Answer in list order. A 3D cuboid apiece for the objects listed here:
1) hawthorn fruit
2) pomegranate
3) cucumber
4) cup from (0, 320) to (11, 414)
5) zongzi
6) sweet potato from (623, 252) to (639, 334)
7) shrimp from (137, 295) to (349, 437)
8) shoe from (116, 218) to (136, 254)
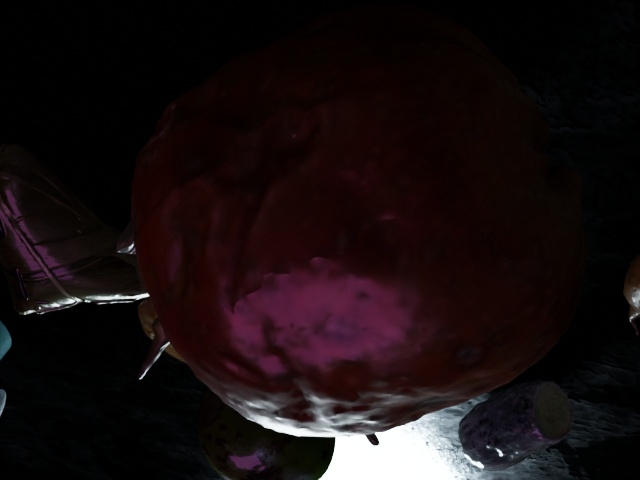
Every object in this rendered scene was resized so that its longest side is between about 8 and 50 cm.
[{"bbox_3d":[0.021,-0.011,0.601,0.262,0.258,0.258,3,144,-1],"label":"hawthorn fruit"},{"bbox_3d":[-0.037,0.173,0.980,0.148,0.148,0.169,42,137,-19],"label":"pomegranate"},{"bbox_3d":[0.167,0.156,0.885,0.064,0.064,0.112,32,143,-7],"label":"cucumber"},{"bbox_3d":[-0.484,0.151,1.225,0.167,0.173,0.299,5,140,32],"label":"cup"},{"bbox_3d":[-0.209,-0.024,0.919,0.178,0.081,0.189,-4,125,7],"label":"zongzi"},{"bbox_3d":[0.228,0.017,0.668,0.056,0.056,0.195,22,151,9],"label":"sweet potato"},{"bbox_3d":[-0.058,0.103,0.886,0.217,0.051,0.115,29,154,-10],"label":"shrimp"},{"bbox_3d":[-0.086,-0.002,0.824,0.092,0.089,0.180,45,145,-21],"label":"shoe"}]
